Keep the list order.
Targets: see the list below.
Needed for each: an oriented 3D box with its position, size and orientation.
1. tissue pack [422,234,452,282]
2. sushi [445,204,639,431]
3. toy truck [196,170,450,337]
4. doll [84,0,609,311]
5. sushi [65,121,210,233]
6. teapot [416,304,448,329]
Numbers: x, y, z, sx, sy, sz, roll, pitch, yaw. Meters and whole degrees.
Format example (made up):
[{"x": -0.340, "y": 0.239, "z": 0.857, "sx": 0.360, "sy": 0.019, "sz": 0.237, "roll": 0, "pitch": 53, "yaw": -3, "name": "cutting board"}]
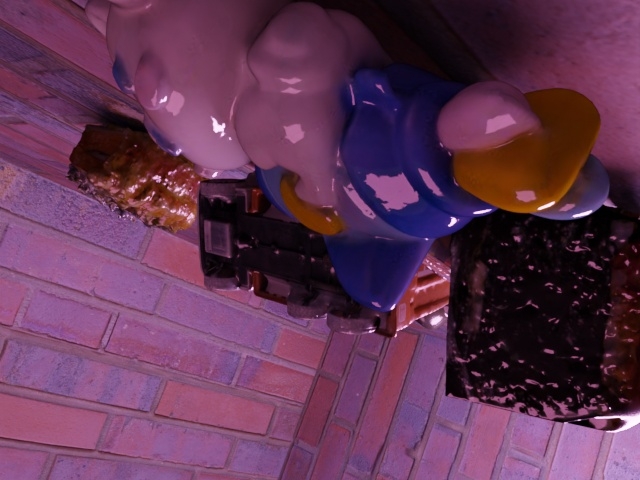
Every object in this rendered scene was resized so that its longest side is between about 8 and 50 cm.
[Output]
[{"x": 0.147, "y": -0.018, "z": 0.725, "sx": 0.060, "sy": 0.108, "sz": 0.148, "roll": 8, "pitch": 164, "yaw": 41, "name": "tissue pack"}, {"x": 0.246, "y": 0.064, "z": 0.636, "sx": 0.212, "sy": 0.227, "sz": 0.215, "roll": 6, "pitch": 170, "yaw": 34, "name": "sushi"}, {"x": 0.000, "y": 0.000, "z": 0.901, "sx": 0.387, "sy": 0.173, "sz": 0.207, "roll": 12, "pitch": -164, "yaw": 43, "name": "toy truck"}, {"x": -0.013, "y": -0.080, "z": 0.459, "sx": 0.366, "sy": 0.187, "sz": 0.376, "roll": 27, "pitch": -171, "yaw": 2, "name": "doll"}, {"x": -0.307, "y": -0.104, "z": 1.104, "sx": 0.184, "sy": 0.139, "sz": 0.274, "roll": 15, "pitch": 163, "yaw": 41, "name": "sushi"}, {"x": 0.232, "y": 0.098, "z": 1.256, "sx": 0.119, "sy": 0.130, "sz": 0.165, "roll": -4, "pitch": 126, "yaw": 35, "name": "teapot"}]
